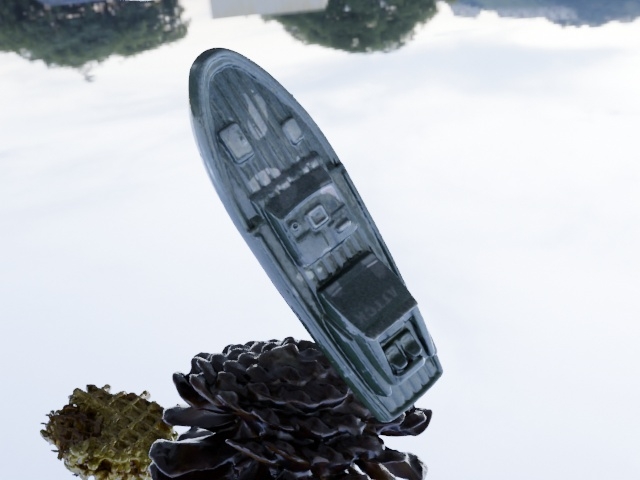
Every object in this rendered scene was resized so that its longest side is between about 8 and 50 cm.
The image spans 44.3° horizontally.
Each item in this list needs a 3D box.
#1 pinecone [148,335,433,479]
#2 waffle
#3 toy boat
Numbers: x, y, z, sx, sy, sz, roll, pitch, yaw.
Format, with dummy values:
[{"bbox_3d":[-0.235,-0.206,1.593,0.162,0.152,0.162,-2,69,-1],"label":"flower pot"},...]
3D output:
[{"bbox_3d":[-0.036,0.222,0.702,0.247,0.292,0.246,18,-168,-4],"label":"pinecone"},{"bbox_3d":[-0.311,0.288,1.176,0.197,0.070,0.193,-3,-150,-47],"label":"waffle"},{"bbox_3d":[0.000,0.000,0.477,0.078,0.260,0.085,-38,-159,-18],"label":"toy boat"}]
